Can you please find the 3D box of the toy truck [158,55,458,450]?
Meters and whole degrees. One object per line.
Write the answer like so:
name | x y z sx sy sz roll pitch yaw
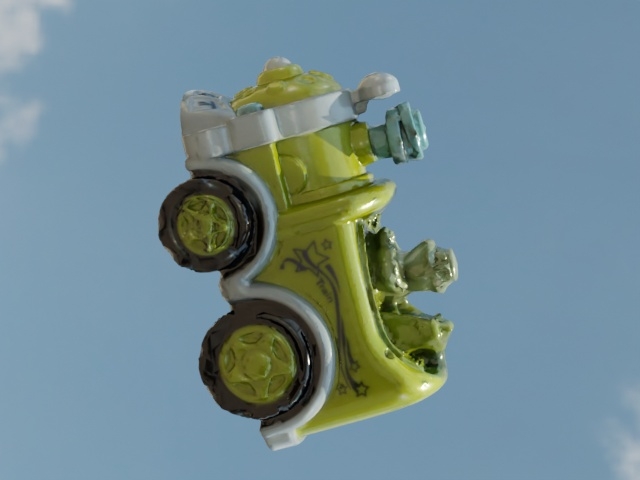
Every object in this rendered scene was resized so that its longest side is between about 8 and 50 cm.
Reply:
toy truck | 0.000 0.000 0.547 0.077 0.076 0.111 -14 -84 10
